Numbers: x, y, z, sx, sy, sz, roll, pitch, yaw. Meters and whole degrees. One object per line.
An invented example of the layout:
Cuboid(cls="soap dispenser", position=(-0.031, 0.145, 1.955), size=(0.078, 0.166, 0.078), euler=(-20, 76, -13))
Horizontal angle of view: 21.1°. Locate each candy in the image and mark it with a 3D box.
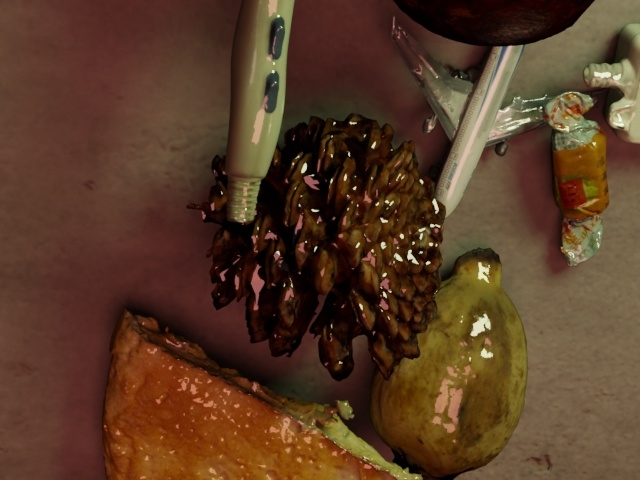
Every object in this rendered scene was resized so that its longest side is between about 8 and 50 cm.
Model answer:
Cuboid(cls="candy", position=(0.222, -0.058, 1.487), size=(0.053, 0.046, 0.182), euler=(-9, 128, 3))

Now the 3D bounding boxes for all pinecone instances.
Cuboid(cls="pinecone", position=(0.000, 0.000, 1.398), size=(0.221, 0.221, 0.221), euler=(-4, 114, -8))

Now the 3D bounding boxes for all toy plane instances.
Cuboid(cls="toy plane", position=(0.139, -0.119, 1.445), size=(0.226, 0.058, 0.226), euler=(14, 115, -28))

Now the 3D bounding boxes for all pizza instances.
Cuboid(cls="pizza", position=(-0.054, 0.201, 1.517), size=(0.287, 0.075, 0.280), euler=(10, 117, 5))

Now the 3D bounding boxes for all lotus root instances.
Cuboid(cls="lotus root", position=(0.117, 0.111, 1.512), size=(0.138, 0.138, 0.214), euler=(7, 101, -13))

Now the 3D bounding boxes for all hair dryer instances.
Cuboid(cls="hair dryer", position=(-0.005, -0.183, 1.216), size=(0.119, 0.296, 0.298), euler=(1, 78, -26))

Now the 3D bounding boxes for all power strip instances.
Cuboid(cls="power strip", position=(0.382, -0.130, 1.480), size=(0.338, 0.058, 0.098), euler=(1, 115, -13))

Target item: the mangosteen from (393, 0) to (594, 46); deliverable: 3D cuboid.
Cuboid(cls="mangosteen", position=(0.171, -0.254, 1.307), size=(0.289, 0.231, 0.231), euler=(7, 113, -29))
